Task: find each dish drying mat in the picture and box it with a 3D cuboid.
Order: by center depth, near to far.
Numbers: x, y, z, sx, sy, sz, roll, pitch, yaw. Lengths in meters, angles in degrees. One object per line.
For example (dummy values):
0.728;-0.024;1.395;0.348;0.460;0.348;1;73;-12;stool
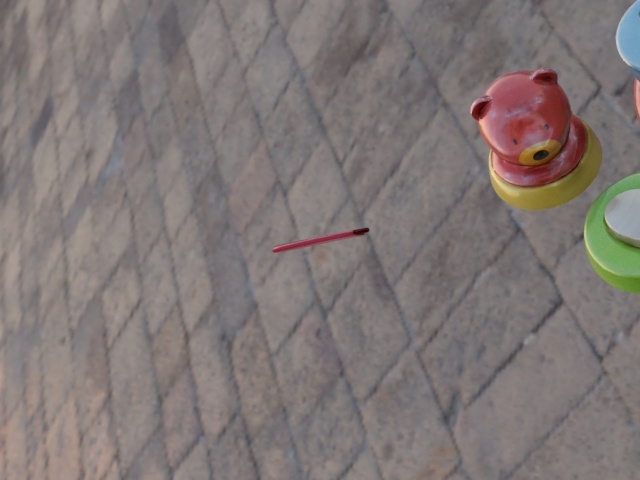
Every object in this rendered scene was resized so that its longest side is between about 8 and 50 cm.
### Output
0.000;0.000;0.940;0.083;0.032;0.008;-11;89;30;dish drying mat

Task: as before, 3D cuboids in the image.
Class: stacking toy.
0.320;-0.117;1.043;0.309;0.130;0.279;-33;46;4;stacking toy
